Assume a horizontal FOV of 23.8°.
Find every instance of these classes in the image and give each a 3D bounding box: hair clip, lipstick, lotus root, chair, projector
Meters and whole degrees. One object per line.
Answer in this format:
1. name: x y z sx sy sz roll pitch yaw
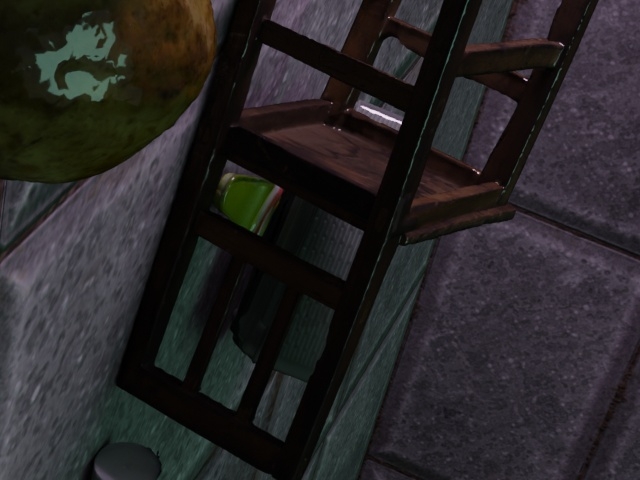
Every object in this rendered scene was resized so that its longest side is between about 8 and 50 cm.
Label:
1. hair clip: -0.059 -0.031 1.342 0.188 0.033 0.060 37 76 -80
2. lipstick: -0.184 0.285 1.305 0.059 0.059 0.264 -53 162 -54
3. lotus root: -0.126 -0.089 0.650 0.214 0.138 0.138 -26 138 -59
4. chair: 0.030 -0.048 1.208 0.240 0.203 0.416 -17 131 -60
5. projector: 0.000 0.000 1.434 0.192 0.099 0.256 173 -61 -85
